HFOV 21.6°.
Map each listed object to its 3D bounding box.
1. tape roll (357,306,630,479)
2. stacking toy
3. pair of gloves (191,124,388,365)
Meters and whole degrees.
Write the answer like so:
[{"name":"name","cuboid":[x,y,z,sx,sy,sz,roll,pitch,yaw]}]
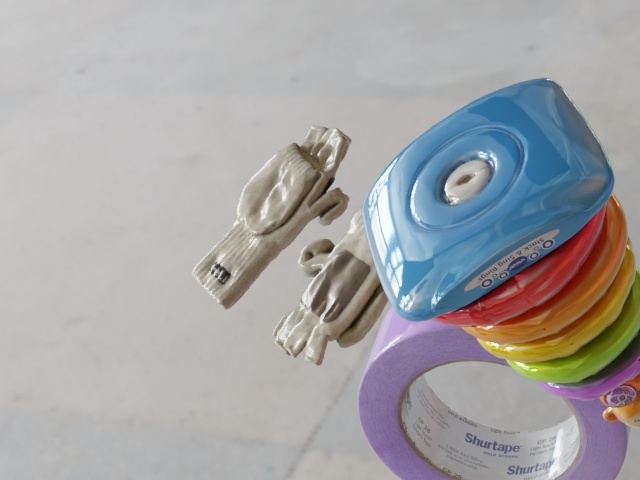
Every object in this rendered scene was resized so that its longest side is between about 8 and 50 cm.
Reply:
[{"name":"tape roll","cuboid":[0.180,0.161,1.712,0.275,0.275,0.090,1,39,19]},{"name":"stacking toy","cuboid":[0.178,0.050,1.209,0.175,0.302,0.166,-33,36,11]},{"name":"pair of gloves","cuboid":[0.000,0.000,1.512,0.240,0.042,0.204,30,86,51]}]
